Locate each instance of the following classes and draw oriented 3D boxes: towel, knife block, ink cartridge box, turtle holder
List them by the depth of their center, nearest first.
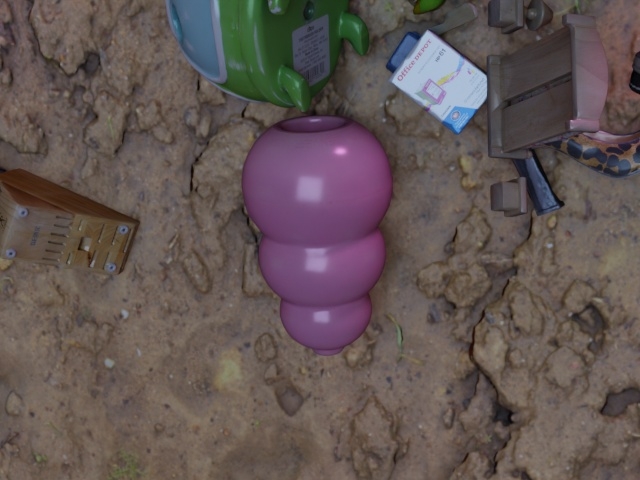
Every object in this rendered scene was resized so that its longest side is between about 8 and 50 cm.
[{"bbox_3d":[-0.092,-0.330,1.481,0.227,0.320,0.243,15,63,30],"label":"turtle holder"},{"bbox_3d":[0.165,-0.214,1.533,0.122,0.052,0.088,38,105,3],"label":"ink cartridge box"},{"bbox_3d":[0.154,-0.232,1.575,0.119,0.029,0.067,37,104,2],"label":"towel"},{"bbox_3d":[-0.444,-0.052,1.719,0.275,0.242,0.088,10,109,-37],"label":"knife block"}]

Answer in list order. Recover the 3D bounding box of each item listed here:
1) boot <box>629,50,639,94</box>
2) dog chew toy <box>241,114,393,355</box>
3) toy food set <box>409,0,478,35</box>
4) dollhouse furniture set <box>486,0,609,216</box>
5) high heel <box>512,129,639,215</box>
[{"bbox_3d":[0.507,-0.066,1.432,0.377,0.138,0.284,14,110,-24],"label":"boot"},{"bbox_3d":[0.000,0.000,1.573,0.206,0.206,0.332,1,109,12],"label":"dog chew toy"},{"bbox_3d":[0.129,-0.364,1.513,0.038,0.132,0.192,-25,94,-28],"label":"toy food set"},{"bbox_3d":[0.349,-0.218,1.378,0.174,0.303,0.355,2,85,-20],"label":"dollhouse furniture set"},{"bbox_3d":[0.367,-0.165,1.515,0.261,0.093,0.186,-24,90,15],"label":"high heel"}]
